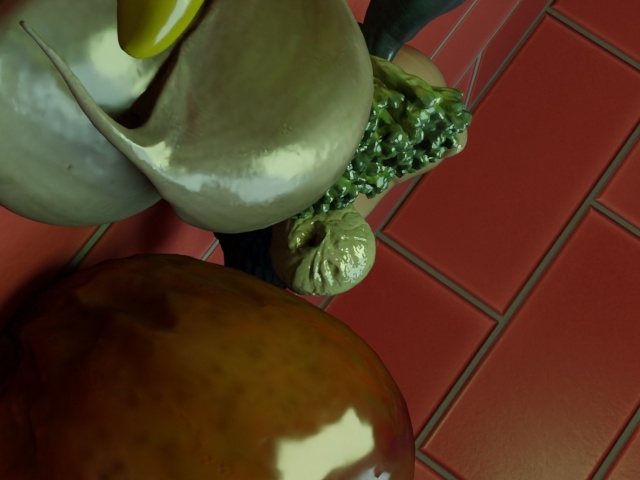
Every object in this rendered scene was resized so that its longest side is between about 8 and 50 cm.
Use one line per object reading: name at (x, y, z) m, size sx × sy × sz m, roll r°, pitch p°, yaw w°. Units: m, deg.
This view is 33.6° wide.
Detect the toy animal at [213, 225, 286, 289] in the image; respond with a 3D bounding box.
toy animal at (-0.072, -0.030, 1.206) m, size 0.122 × 0.185 × 0.298 m, roll -29°, pitch 137°, yaw -53°

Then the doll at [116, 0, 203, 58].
doll at (-0.139, -0.193, 0.468) m, size 0.237 × 0.111 × 0.252 m, roll 9°, pitch 90°, yaw -48°

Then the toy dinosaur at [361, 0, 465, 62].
toy dinosaur at (0.126, -0.238, 1.079) m, size 0.383 × 0.129 × 0.330 m, roll -22°, pitch -119°, yaw 54°

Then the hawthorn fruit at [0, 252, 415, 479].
hawthorn fruit at (-0.141, 0.230, 1.067) m, size 0.472 × 0.472 × 0.472 m, roll -52°, pitch 169°, yaw -14°

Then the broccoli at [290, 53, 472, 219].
broccoli at (-0.022, -0.145, 0.988) m, size 0.288 × 0.245 × 0.248 m, roll -4°, pitch 170°, yaw -41°

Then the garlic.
garlic at (-0.099, -0.106, 0.731) m, size 0.340 × 0.231 × 0.245 m, roll -34°, pitch 147°, yaw -61°

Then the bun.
bun at (0.000, 0.000, 1.075) m, size 0.115 × 0.115 × 0.069 m, roll -52°, pitch 161°, yaw -17°

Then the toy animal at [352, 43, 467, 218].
toy animal at (0.032, -0.127, 1.399) m, size 0.326 × 0.237 × 0.269 m, roll -43°, pitch 176°, yaw -39°

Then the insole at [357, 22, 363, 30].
insole at (0.053, -0.285, 1.500) m, size 0.053 × 0.002 × 0.153 m, roll -58°, pitch 169°, yaw 19°
